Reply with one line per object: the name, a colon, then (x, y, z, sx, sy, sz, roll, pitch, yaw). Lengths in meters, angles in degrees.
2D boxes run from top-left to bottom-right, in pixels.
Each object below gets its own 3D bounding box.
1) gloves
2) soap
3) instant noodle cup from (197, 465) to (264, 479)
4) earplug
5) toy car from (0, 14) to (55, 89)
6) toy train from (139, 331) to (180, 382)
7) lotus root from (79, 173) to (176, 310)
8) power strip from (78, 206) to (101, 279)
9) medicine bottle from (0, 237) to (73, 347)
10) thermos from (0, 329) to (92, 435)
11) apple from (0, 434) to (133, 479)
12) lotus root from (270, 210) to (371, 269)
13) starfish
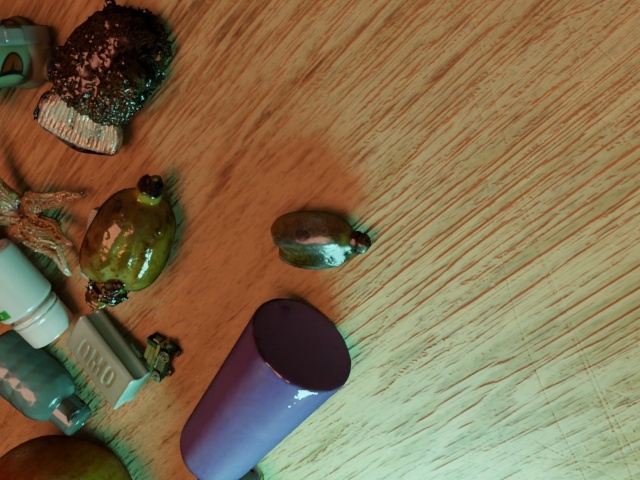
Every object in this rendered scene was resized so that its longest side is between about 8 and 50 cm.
gloves: (-0.406, -0.302, 1.238, 0.210, 0.135, 0.312, 39, 116, 13)
soap: (-0.485, 0.268, 1.496, 0.198, 0.066, 0.119, 47, 123, 16)
instant noodle cup: (-0.199, 0.634, 1.477, 0.215, 0.215, 0.236, 5, 102, 21)
earplug: (-0.142, 0.338, 1.331, 0.215, 0.215, 0.456, 40, 122, 5)
toy car: (-0.719, -0.328, 1.297, 0.335, 0.242, 0.227, 7, 109, 21)
toy train: (-0.365, 0.265, 1.482, 0.081, 0.050, 0.122, 34, 119, 18)
lotus root: (-0.384, -0.002, 1.330, 0.169, 0.141, 0.314, 23, 112, -22)
power strip: (-0.477, 0.016, 1.442, 0.081, 0.035, 0.192, 27, 118, 12)
medicine bottle: (-0.680, 0.122, 1.482, 0.139, 0.139, 0.237, -18, 121, 27)
thermos: (-0.689, 0.360, 1.604, 0.286, 0.145, 0.182, 41, 151, 3)
apple: (-0.629, 0.677, 1.598, 0.400, 0.333, 0.401, 9, 105, 38)
lotus root: (0.000, 0.000, 1.208, 0.191, 0.088, 0.113, 1, 126, 21)
starfish: (-0.630, -0.069, 1.439, 0.293, 0.084, 0.302, 24, 123, 17)
